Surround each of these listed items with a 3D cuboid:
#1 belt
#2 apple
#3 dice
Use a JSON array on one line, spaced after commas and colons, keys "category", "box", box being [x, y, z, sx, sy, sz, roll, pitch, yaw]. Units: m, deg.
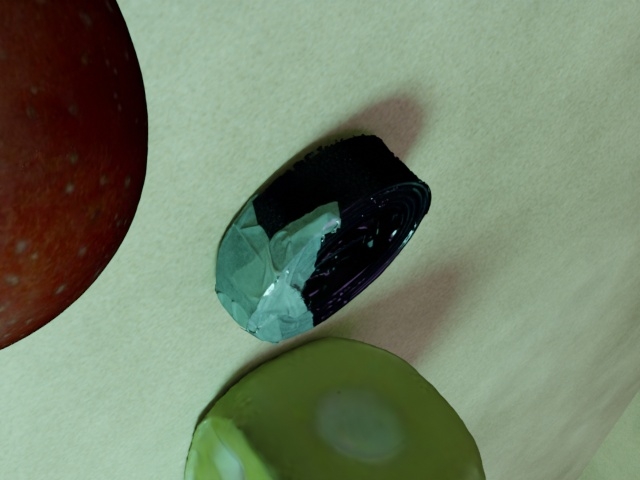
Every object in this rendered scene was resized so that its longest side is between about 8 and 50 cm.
[{"category": "belt", "box": [0.000, 0.000, 0.900, 0.198, 0.078, 0.151, -41, 154, -4]}, {"category": "apple", "box": [-0.184, -0.049, 0.431, 0.201, 0.218, 0.218, -30, 150, -31]}, {"category": "dice", "box": [0.012, 0.261, 1.103, 0.226, 0.238, 0.233, -21, 145, -36]}]
